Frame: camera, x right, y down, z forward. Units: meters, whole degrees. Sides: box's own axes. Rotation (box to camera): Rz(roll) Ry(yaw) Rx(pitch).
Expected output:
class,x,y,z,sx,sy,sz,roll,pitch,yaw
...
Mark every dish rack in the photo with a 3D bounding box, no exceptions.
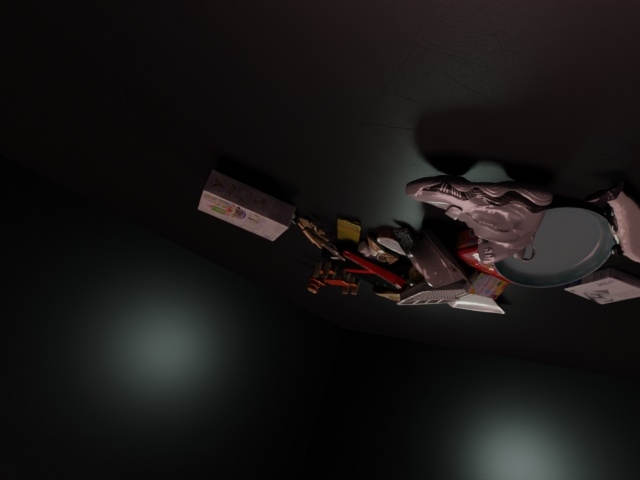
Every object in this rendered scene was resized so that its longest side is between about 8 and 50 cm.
class,x,y,z,sx,sy,sz,roll,pitch,yaw
dish rack,0.489,0.204,1.786,0.285,0.072,0.333,0,164,-11

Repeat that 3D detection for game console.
class,x,y,z,sx,sy,sz,roll,pitch,yaw
game console,0.197,0.127,2.057,0.342,0.060,0.386,30,170,-11

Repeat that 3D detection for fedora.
class,x,y,z,sx,sy,sz,roll,pitch,yaw
fedora,0.411,0.087,1.556,0.275,0.124,0.244,45,-170,-42

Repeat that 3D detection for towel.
class,x,y,z,sx,sy,sz,roll,pitch,yaw
towel,0.119,-0.039,1.819,0.102,0.021,0.237,21,163,9

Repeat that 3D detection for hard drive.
class,x,y,z,sx,sy,sz,roll,pitch,yaw
hard drive,-0.280,-0.164,1.771,0.339,0.064,0.237,9,159,24

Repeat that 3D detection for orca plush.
class,x,y,z,sx,sy,sz,roll,pitch,yaw
orca plush,0.734,-0.048,1.080,0.287,0.151,0.102,25,-168,-26

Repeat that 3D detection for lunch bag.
class,x,y,z,sx,sy,sz,roll,pitch,yaw
lunch bag,0.605,0.049,1.464,0.293,0.120,0.258,23,165,-12

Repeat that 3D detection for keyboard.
class,x,y,z,sx,sy,sz,roll,pitch,yaw
keyboard,0.349,0.015,1.662,0.100,0.038,0.192,-14,139,28

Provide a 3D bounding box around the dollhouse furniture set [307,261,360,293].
class,x,y,z,sx,sy,sz,roll,pitch,yaw
dollhouse furniture set,0.053,0.235,2.469,0.262,0.135,0.259,33,157,-36

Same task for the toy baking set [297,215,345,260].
class,x,y,z,sx,sy,sz,roll,pitch,yaw
toy baking set,-0.004,-0.002,1.868,0.256,0.030,0.197,50,166,-25

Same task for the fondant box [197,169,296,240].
class,x,y,z,sx,sy,sz,roll,pitch,yaw
fondant box,-0.286,-0.123,1.645,0.330,0.096,0.238,23,161,-14

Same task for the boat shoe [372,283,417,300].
class,x,y,z,sx,sy,sz,roll,pitch,yaw
boat shoe,0.379,0.253,2.159,0.110,0.122,0.341,40,167,-19

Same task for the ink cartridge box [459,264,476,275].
class,x,y,z,sx,sy,sz,roll,pitch,yaw
ink cartridge box,0.644,0.163,1.846,0.189,0.066,0.232,2,164,40

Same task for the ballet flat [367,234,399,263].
class,x,y,z,sx,sy,sz,roll,pitch,yaw
ballet flat,0.254,0.048,1.832,0.206,0.067,0.073,33,-161,-33

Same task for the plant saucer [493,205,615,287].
class,x,y,z,sx,sy,sz,roll,pitch,yaw
plant saucer,0.659,0.017,1.242,0.317,0.044,0.318,5,134,5

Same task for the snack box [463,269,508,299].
class,x,y,z,sx,sy,sz,roll,pitch,yaw
snack box,0.616,0.161,1.602,0.141,0.037,0.100,14,120,-20

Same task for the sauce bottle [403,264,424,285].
class,x,y,z,sx,sy,sz,roll,pitch,yaw
sauce bottle,0.443,0.130,1.840,0.111,0.111,0.344,19,161,0

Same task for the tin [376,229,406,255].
class,x,y,z,sx,sy,sz,roll,pitch,yaw
tin,0.312,0.013,1.754,0.189,0.040,0.106,25,165,-20

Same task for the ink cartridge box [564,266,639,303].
class,x,y,z,sx,sy,sz,roll,pitch,yaw
ink cartridge box,1.022,0.171,1.505,0.224,0.045,0.223,19,161,-2

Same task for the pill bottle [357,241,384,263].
class,x,y,z,sx,sy,sz,roll,pitch,yaw
pill bottle,0.221,0.051,1.894,0.120,0.067,0.067,30,158,-32

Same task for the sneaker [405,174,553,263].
class,x,y,z,sx,sy,sz,roll,pitch,yaw
sneaker,0.402,-0.058,1.153,0.365,0.210,0.137,8,-163,20

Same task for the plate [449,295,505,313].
class,x,y,z,sx,sy,sz,roll,pitch,yaw
plate,0.719,0.275,2.092,0.278,0.045,0.277,2,154,42
